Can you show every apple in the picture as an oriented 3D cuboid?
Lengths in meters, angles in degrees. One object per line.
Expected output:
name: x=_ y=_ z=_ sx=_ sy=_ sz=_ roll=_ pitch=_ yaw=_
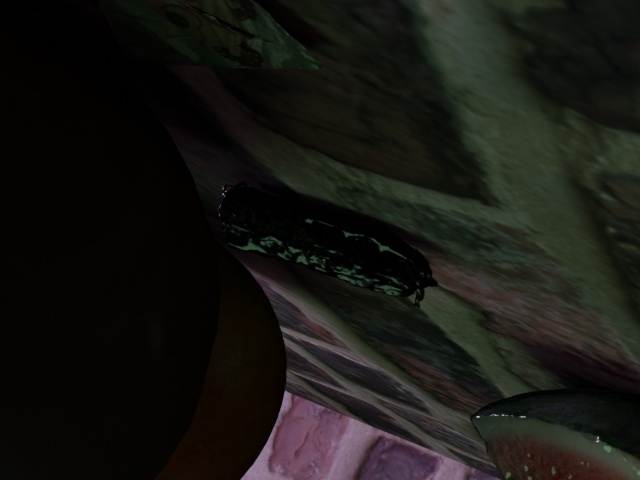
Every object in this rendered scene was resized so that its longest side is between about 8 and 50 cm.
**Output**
apple: x=-0.202 y=0.129 z=1.205 sx=0.339 sy=0.339 sz=0.339 roll=24 pitch=169 yaw=5

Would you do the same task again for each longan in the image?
longan: x=-0.240 y=0.018 z=0.739 sx=0.404 sy=0.336 sz=0.404 roll=28 pitch=-171 yaw=-5

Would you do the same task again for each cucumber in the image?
cucumber: x=0.000 y=0.000 z=0.893 sx=0.181 sy=0.053 sz=0.053 roll=18 pitch=168 yaw=19

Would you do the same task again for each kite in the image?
kite: x=-0.110 y=-0.133 z=0.594 sx=0.250 sy=0.012 sz=0.229 roll=23 pitch=166 yaw=11

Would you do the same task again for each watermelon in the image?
watermelon: x=0.255 y=0.206 z=1.031 sx=0.256 sy=0.176 sz=0.260 roll=22 pitch=149 yaw=-30
